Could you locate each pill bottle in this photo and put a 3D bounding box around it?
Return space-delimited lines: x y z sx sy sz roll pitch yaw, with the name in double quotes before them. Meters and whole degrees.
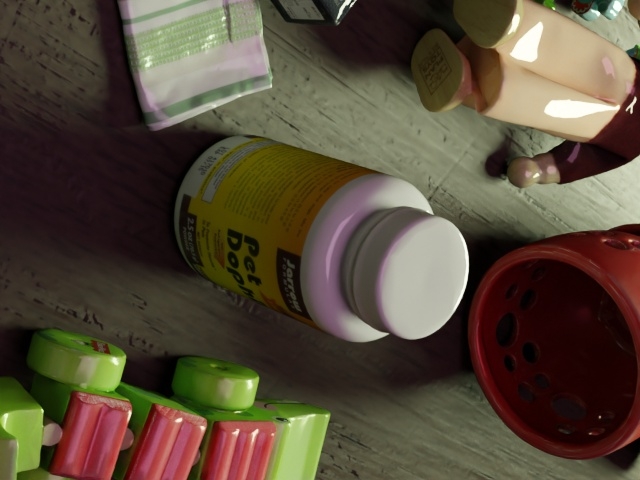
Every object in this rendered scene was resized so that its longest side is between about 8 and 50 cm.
"pill bottle" 0.000 0.000 1.032 0.117 0.215 0.117 -14 112 -37

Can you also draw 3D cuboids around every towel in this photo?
"towel" -0.089 -0.163 1.033 0.113 0.023 0.152 -26 119 -34

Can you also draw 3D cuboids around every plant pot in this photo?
"plant pot" 0.254 0.077 1.299 0.174 0.191 0.191 -20 116 -42

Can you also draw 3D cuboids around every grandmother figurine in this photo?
"grandmother figurine" 0.237 -0.117 1.253 0.342 0.104 0.208 13 137 -35

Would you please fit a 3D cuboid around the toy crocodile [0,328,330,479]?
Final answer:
"toy crocodile" -0.119 0.141 1.049 0.340 0.105 0.115 15 94 -43

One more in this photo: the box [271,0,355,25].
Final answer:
"box" -0.015 -0.294 1.018 0.183 0.059 0.233 -57 132 -23

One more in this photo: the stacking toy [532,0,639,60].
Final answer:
"stacking toy" 0.260 -0.253 1.291 0.167 0.052 0.221 26 90 -44
